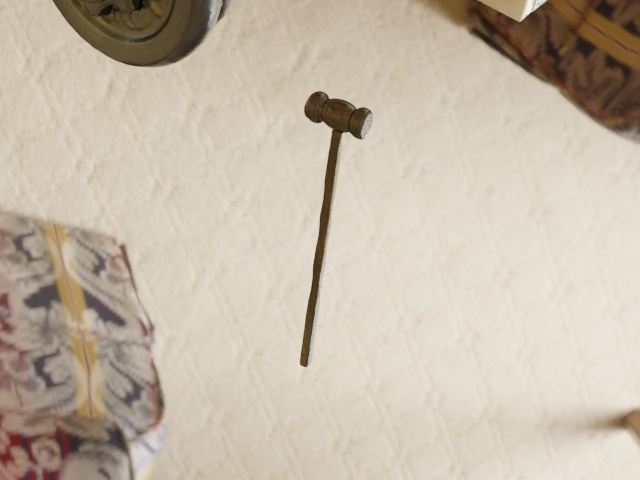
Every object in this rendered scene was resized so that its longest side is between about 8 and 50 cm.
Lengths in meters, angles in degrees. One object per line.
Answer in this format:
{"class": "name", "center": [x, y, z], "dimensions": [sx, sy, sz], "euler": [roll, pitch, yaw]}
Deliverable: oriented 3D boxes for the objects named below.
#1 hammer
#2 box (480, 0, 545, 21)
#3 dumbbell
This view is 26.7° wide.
{"class": "hammer", "center": [0.000, 0.000, 1.254], "dimensions": [0.029, 0.058, 0.292], "euler": [-39, 145, -50]}
{"class": "box", "center": [0.172, -0.404, 1.556], "dimensions": [0.111, 0.260, 0.194], "euler": [-44, 158, -42]}
{"class": "dumbbell", "center": [-0.028, -0.163, 0.622], "dimensions": [0.254, 0.110, 0.110], "euler": [-34, 131, -38]}
